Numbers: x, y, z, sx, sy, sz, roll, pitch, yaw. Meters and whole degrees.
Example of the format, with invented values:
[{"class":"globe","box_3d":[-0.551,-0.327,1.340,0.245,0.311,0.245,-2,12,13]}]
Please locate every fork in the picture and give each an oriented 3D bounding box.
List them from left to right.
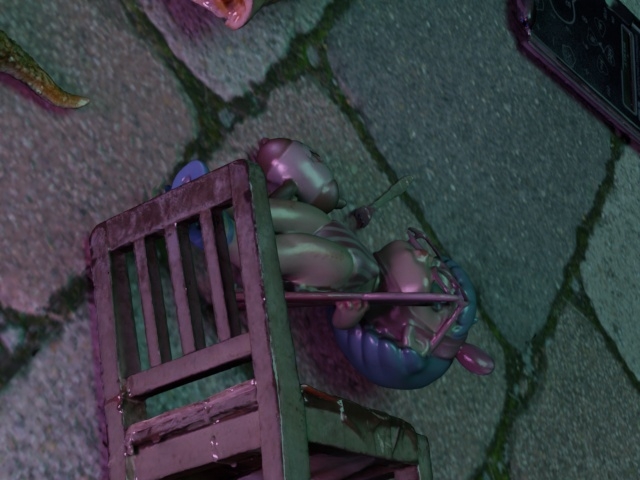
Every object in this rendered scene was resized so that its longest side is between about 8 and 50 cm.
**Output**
[{"class":"fork","box_3d":[0.047,-0.030,1.127,0.016,0.012,0.115,65,30,-10]}]

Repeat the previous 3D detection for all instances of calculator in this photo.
[{"class":"calculator","box_3d":[0.278,-0.206,1.505,0.274,0.028,0.165,32,49,-40]}]

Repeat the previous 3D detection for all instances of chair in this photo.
[{"class":"chair","box_3d":[-0.031,0.113,0.838,0.147,0.136,0.270,21,54,-47]}]

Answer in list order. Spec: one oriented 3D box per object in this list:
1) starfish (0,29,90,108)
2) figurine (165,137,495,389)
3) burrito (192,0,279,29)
[{"class":"starfish","box_3d":[-0.209,-0.138,0.828,0.217,0.050,0.223,40,48,-44]},{"class":"figurine","box_3d":[-0.005,0.013,0.979,0.260,0.103,0.205,25,17,-41]},{"class":"burrito","box_3d":[-0.023,-0.251,1.076,0.299,0.105,0.143,-39,113,-55]}]
